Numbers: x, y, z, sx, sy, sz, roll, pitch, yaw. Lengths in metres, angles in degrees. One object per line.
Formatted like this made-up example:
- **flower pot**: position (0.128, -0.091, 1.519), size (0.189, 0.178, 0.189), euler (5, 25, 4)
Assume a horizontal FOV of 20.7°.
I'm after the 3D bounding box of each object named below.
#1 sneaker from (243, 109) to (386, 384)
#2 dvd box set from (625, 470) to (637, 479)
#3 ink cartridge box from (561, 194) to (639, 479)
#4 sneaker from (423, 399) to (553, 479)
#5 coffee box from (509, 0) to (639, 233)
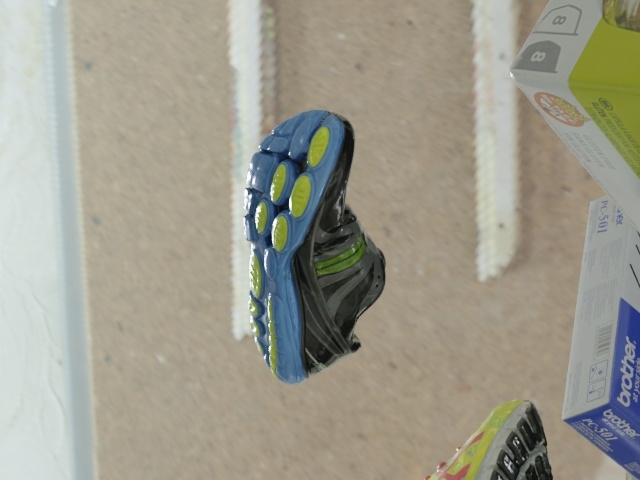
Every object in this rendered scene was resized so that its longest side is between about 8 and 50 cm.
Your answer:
- **sneaker**: position (0.000, 0.000, 1.034), size (0.078, 0.067, 0.188), euler (-17, -50, -25)
- **dvd box set**: position (0.388, 0.363, 1.274), size (0.308, 0.062, 0.420), euler (-3, -109, 10)
- **ink cartridge box**: position (0.234, 0.066, 1.287), size (0.097, 0.046, 0.207), euler (38, -134, -27)
- **sneaker**: position (0.079, 0.177, 1.118), size (0.208, 0.094, 0.081), euler (-53, -47, -38)
- **coffee box**: position (0.380, -0.104, 0.942), size (0.338, 0.334, 0.337), euler (45, -111, -37)
